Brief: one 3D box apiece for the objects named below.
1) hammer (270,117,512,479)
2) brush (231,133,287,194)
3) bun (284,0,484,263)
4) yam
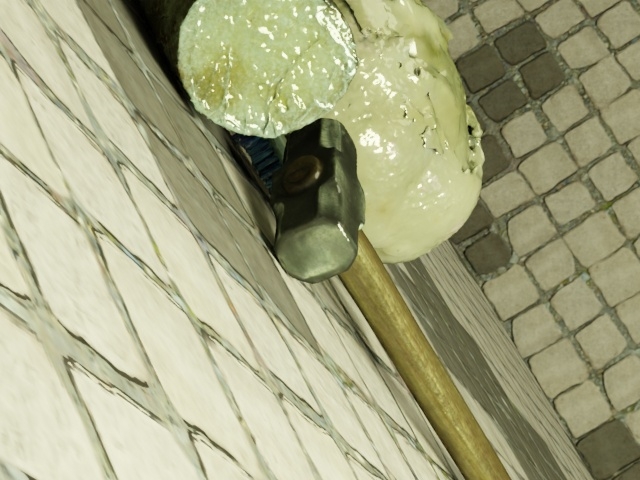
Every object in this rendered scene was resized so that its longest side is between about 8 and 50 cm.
[{"bbox_3d":[0.070,0.093,1.092,0.365,0.043,0.111,59,17,-30],"label":"hammer"},{"bbox_3d":[0.001,0.000,1.100,0.178,0.030,0.033,59,-3,-22],"label":"brush"},{"bbox_3d":[0.023,-0.106,1.196,0.239,0.141,0.239,62,-5,9],"label":"bun"},{"bbox_3d":[-0.057,-0.147,1.048,0.107,0.107,0.183,52,5,-42],"label":"yam"}]
